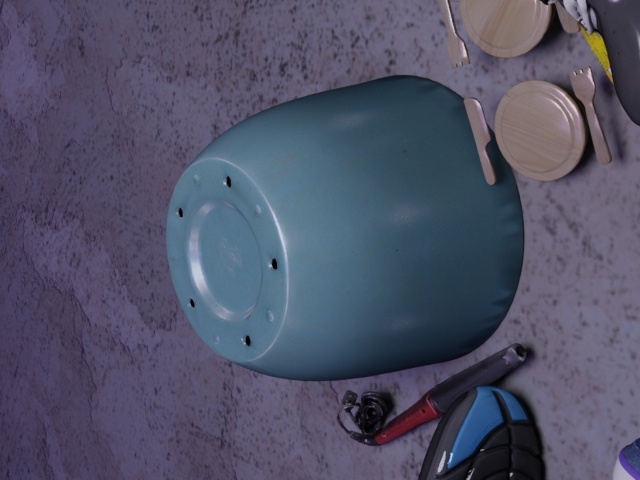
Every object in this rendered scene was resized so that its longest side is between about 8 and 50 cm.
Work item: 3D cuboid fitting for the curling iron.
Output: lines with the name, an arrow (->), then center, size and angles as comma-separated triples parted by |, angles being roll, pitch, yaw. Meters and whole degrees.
curling iron -> 0.104, 0.155, 1.023 | 0.068, 0.035, 0.274 | 38, 142, -16

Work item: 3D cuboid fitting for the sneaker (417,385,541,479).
sneaker -> 0.112, 0.289, 0.995 | 0.139, 0.125, 0.341 | -144, 61, -60

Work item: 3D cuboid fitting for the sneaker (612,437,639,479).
sneaker -> 0.338, 0.092, 0.655 | 0.322, 0.130, 0.236 | 8, 96, 54

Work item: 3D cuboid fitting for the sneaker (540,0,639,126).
sneaker -> 0.170, -0.221, 0.736 | 0.146, 0.122, 0.331 | -12, 71, 10

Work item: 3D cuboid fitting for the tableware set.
tableware set -> 0.175, -0.146, 0.862 | 0.128, 0.039, 0.194 | -8, 102, 46

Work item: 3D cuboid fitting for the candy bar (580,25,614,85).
candy bar -> 0.231, -0.157, 0.819 | 0.162, 0.018, 0.040 | 64, 148, 17

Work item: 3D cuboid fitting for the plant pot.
plant pot -> 0.000, 0.000, 0.965 | 0.293, 0.235, 0.293 | 17, 113, 47
